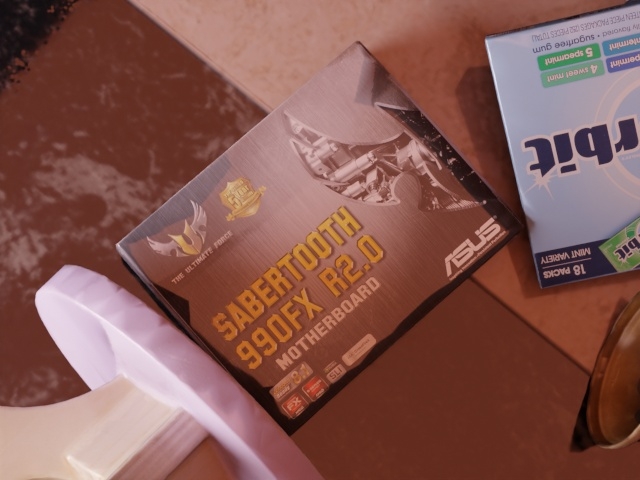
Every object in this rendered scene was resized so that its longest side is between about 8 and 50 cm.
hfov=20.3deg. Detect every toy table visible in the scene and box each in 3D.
[{"bbox_3d":[-0.125,0.164,1.163,0.274,0.252,0.161,41,66,10],"label":"toy table"}]

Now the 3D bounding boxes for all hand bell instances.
[{"bbox_3d":[0.325,0.129,1.268,0.242,0.126,0.126,22,81,-13],"label":"hand bell"}]

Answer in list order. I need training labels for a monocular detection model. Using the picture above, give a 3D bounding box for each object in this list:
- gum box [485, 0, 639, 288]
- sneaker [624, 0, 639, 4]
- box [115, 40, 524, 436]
[{"bbox_3d":[0.212,-0.072,1.263,0.157,0.041,0.184,-12,99,9],"label":"gum box"},{"bbox_3d":[0.343,-0.232,1.305,0.153,0.099,0.282,41,85,1],"label":"sneaker"},{"bbox_3d":[0.000,0.000,1.274,0.231,0.056,0.183,-40,87,-8],"label":"box"}]
